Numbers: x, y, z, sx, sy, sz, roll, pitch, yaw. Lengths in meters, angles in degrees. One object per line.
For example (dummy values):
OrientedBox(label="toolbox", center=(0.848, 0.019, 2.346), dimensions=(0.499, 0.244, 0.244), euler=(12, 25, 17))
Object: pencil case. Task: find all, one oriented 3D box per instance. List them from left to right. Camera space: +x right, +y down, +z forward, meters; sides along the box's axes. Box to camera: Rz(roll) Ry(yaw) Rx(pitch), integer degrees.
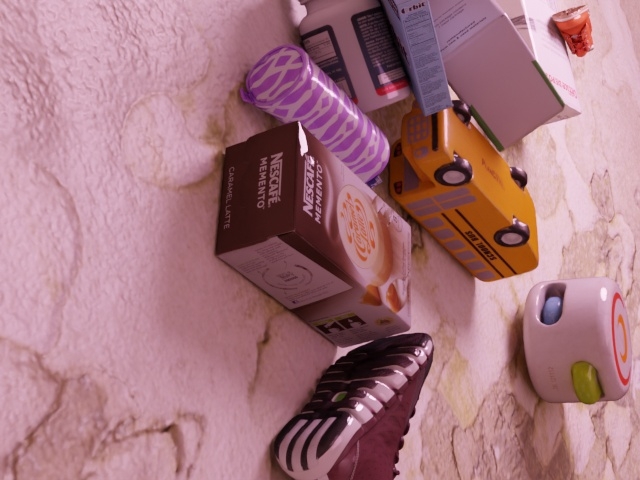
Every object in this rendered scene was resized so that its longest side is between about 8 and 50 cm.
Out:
OrientedBox(label="pencil case", center=(-0.001, -0.140, 1.480), dimensions=(0.206, 0.088, 0.086), euler=(43, 21, -43))

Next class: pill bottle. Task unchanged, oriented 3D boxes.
OrientedBox(label="pill bottle", center=(0.034, -0.246, 1.576), dimensions=(0.108, 0.108, 0.180), euler=(-31, 103, -61))

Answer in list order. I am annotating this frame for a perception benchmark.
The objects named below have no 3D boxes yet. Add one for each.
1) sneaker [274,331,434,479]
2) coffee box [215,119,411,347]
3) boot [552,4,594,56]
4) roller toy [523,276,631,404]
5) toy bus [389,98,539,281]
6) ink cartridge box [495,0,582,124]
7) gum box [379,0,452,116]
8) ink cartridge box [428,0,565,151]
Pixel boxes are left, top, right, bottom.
OrientedBox(label="sneaker", center=(0.055, 0.223, 1.388), dimensions=(0.281, 0.106, 0.162), euler=(-39, 115, -49))
OrientedBox(label="coffee box", center=(0.000, 0.000, 1.390), dimensions=(0.246, 0.098, 0.141), euler=(39, 43, -47))
OrientedBox(label="boot", center=(0.437, -0.355, 2.167), dimensions=(0.158, 0.059, 0.084), euler=(-16, 95, -67))
OrientedBox(label="roller toy", center=(0.392, 0.154, 1.964), dimensions=(0.209, 0.146, 0.191), euler=(7, 79, -66))
OrientedBox(label="toy bus", center=(0.198, -0.067, 1.748), dimensions=(0.333, 0.130, 0.108), euler=(40, 44, -46))
OrientedBox(label="ink cartridge box", center=(0.330, -0.345, 2.149), dimensions=(0.207, 0.117, 0.282), euler=(11, 66, -61))
OrientedBox(label="gum box", center=(0.105, -0.271, 1.567), dimensions=(0.184, 0.041, 0.157), euler=(70, 0, -49))
OrientedBox(label="ink cartridge box", center=(0.203, -0.288, 1.788), dimensions=(0.201, 0.117, 0.278), euler=(46, 13, -41))
